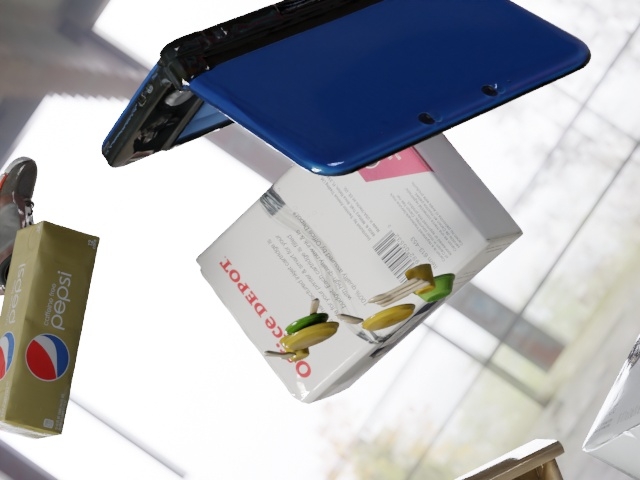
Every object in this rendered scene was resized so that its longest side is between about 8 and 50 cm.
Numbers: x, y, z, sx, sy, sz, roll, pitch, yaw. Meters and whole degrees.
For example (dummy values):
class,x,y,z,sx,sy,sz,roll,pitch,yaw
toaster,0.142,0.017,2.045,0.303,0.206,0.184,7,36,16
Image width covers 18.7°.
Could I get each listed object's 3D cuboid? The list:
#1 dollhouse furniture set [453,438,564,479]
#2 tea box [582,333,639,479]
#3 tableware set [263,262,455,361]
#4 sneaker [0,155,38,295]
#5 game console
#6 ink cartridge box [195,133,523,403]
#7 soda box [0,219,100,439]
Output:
class,x,y,z,sx,sy,sz,roll,pitch,yaw
dollhouse furniture set,0.311,0.377,2.178,0.362,0.256,0.394,-24,5,-21
tea box,0.431,0.087,1.455,0.323,0.329,0.220,-61,0,-16
tableware set,0.031,0.057,1.565,0.154,0.024,0.104,-28,-18,20
sneaker,-0.314,-0.010,2.032,0.061,0.065,0.158,45,-121,-66
game console,0.016,-0.106,1.519,0.293,0.173,0.250,-24,-14,-35
ink cartridge box,0.032,0.007,1.745,0.237,0.172,0.100,-43,-14,22
soda box,-0.244,0.078,1.685,0.061,0.058,0.181,-17,60,57
